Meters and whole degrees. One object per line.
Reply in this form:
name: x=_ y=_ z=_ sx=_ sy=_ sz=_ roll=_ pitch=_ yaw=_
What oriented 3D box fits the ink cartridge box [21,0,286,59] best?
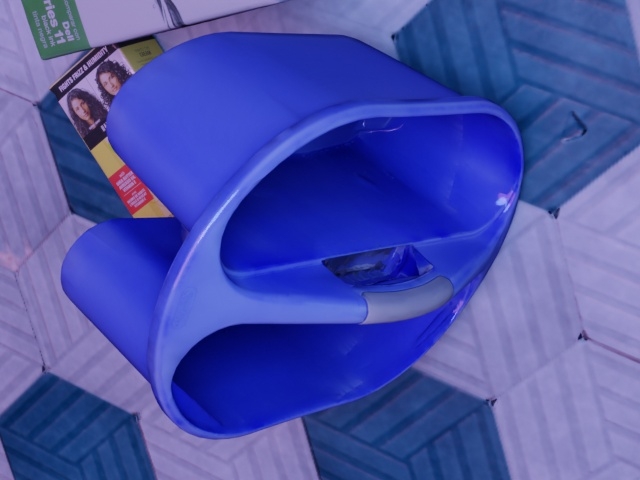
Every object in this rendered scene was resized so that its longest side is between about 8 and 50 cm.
ink cartridge box: x=-0.090 y=-0.201 z=0.938 sx=0.208 sy=0.153 sz=0.087 roll=-8 pitch=104 yaw=31

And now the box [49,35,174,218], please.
box: x=-0.118 y=-0.053 z=1.058 sx=0.087 sy=0.058 sz=0.232 roll=-32 pitch=90 yaw=32

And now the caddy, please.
caddy: x=0.000 y=0.000 z=0.862 sx=0.179 sy=0.341 sz=0.241 roll=36 pitch=118 yaw=32
